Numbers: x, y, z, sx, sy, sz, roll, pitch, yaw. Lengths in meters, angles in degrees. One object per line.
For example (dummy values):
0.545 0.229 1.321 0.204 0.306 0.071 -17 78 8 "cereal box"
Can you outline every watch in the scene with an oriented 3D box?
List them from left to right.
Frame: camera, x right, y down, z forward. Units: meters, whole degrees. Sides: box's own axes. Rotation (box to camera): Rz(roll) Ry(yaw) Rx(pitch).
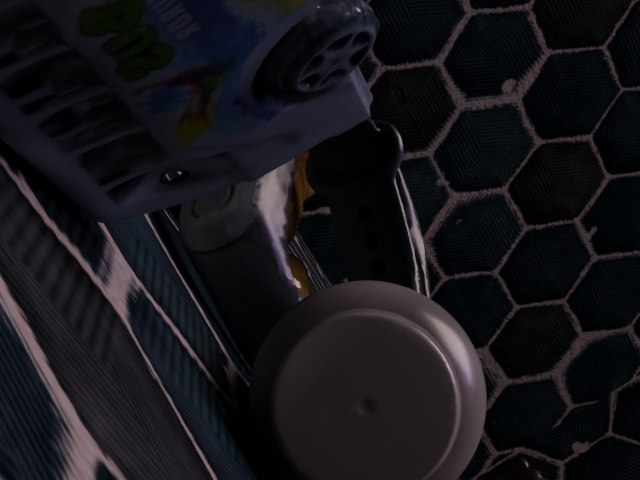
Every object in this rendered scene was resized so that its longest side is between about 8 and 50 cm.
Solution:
0.000 0.000 1.088 0.193 0.068 0.206 50 34 -36 "watch"

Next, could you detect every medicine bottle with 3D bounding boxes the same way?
0.022 0.072 0.882 0.107 0.107 0.191 58 1 2 "medicine bottle"

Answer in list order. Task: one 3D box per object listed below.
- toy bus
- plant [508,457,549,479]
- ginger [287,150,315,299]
-0.074 -0.101 0.627 0.109 0.136 0.330 57 1 19 "toy bus"
0.207 0.293 1.301 0.234 0.178 0.204 46 5 38 "plant"
-0.049 -0.029 1.203 0.115 0.081 0.205 37 18 -19 "ginger"
